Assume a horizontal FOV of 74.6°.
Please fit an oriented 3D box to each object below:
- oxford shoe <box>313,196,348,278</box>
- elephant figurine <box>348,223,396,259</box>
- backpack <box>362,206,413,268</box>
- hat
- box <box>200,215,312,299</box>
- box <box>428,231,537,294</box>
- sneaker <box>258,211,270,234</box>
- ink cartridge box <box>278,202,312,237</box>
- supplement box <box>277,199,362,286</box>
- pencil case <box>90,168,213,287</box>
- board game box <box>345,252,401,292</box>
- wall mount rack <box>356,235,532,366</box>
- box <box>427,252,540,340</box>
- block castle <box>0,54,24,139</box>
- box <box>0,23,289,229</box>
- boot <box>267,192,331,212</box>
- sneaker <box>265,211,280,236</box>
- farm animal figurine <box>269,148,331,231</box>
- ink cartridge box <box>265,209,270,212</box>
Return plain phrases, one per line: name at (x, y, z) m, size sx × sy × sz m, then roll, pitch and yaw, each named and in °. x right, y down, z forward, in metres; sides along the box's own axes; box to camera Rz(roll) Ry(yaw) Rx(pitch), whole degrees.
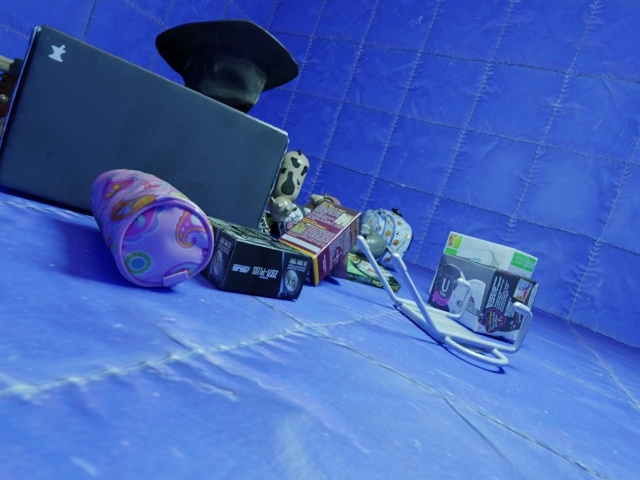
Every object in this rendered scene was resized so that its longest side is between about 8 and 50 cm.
oxford shoe at (-0.009, -0.028, 1.100) m, size 0.130 × 0.123 × 0.348 m, roll 1°, pitch 27°, yaw -5°
elephant figurine at (0.130, 0.022, 1.629) m, size 0.239 × 0.186 × 0.170 m, roll 0°, pitch 61°, yaw -46°
backpack at (0.280, -0.009, 1.860) m, size 0.212 × 0.277 × 0.263 m, roll 12°, pitch 14°, yaw -25°
hat at (-0.220, -0.366, 0.975) m, size 0.330 × 0.134 × 0.331 m, roll 6°, pitch -8°, yaw 1°
box at (-0.128, 0.024, 0.697) m, size 0.147 × 0.078 × 0.180 m, roll 16°, pitch 5°, yaw -42°
box at (0.505, 0.118, 1.333) m, size 0.126 × 0.231 × 0.262 m, roll 18°, pitch 5°, yaw -29°
sneaker at (-0.153, -0.042, 1.096) m, size 0.064 × 0.158 × 0.061 m, roll 34°, pitch 56°, yaw 29°
ink cartridge box at (-0.059, -0.050, 1.521) m, size 0.208 × 0.045 × 0.207 m, roll 18°, pitch 37°, yaw -32°
supplement box at (0.000, 0.000, 0.915) m, size 0.104 × 0.081 × 0.188 m, roll 22°, pitch 45°, yaw 28°
pencil case at (-0.249, -0.028, 0.595) m, size 0.124 × 0.124 × 0.284 m, roll 16°, pitch 5°, yaw -37°
board game box at (0.096, 0.075, 1.185) m, size 0.259 × 0.030 × 0.136 m, roll 18°, pitch 23°, yaw -29°
wall mount rack at (0.217, 0.110, 0.831) m, size 0.303 × 0.131 × 0.350 m, roll 18°, pitch 4°, yaw -14°
box at (0.415, 0.141, 1.111) m, size 0.141 × 0.164 × 0.247 m, roll 15°, pitch 5°, yaw -13°
block castle at (-1.009, -0.461, 1.378) m, size 0.452 × 0.304 × 0.212 m, roll 20°, pitch 5°, yaw 21°
box at (-0.399, -0.212, 0.998) m, size 0.479 × 0.298 × 0.471 m, roll 18°, pitch 3°, yaw -26°
boot at (-0.077, -0.150, 1.902) m, size 0.280 × 0.096 × 0.264 m, roll -17°, pitch -55°, yaw 38°
sneaker at (-0.147, -0.050, 1.599) m, size 0.209 × 0.069 × 0.082 m, roll 26°, pitch 11°, yaw 21°
farm animal figurine at (-0.088, -0.128, 1.305) m, size 0.329 × 0.328 × 0.172 m, roll 2°, pitch 1°, yaw -16°
ink cartridge box at (-0.393, -0.161, 1.948) m, size 0.332 × 0.065 × 0.165 m, roll 21°, pitch 5°, yaw -1°
